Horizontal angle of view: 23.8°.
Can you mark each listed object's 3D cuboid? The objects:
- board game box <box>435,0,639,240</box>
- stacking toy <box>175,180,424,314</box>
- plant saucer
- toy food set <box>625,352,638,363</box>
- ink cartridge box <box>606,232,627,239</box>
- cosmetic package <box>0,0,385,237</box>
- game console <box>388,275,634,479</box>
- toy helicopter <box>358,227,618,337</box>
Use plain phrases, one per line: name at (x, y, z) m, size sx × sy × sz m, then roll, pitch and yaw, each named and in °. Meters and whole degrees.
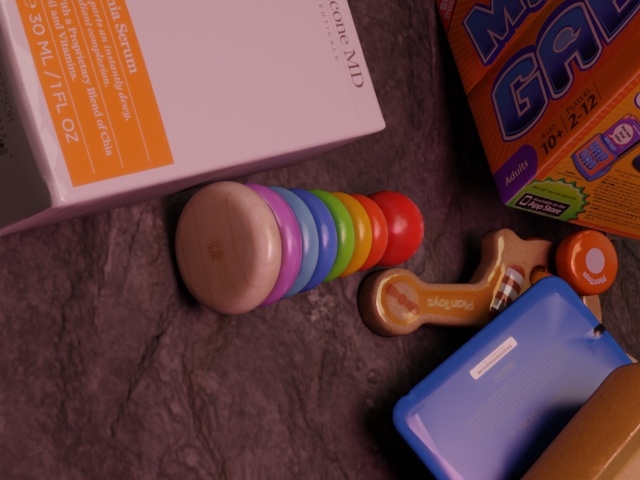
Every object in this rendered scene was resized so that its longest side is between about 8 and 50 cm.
board game box at (0.420, -0.248, 1.890) m, size 0.356 × 0.356 × 0.356 m, roll 13°, pitch 47°, yaw -32°
stacking toy at (0.000, 0.000, 1.693) m, size 0.330 × 0.141 × 0.141 m, roll -5°, pitch 81°, yaw -49°
plant saucer at (0.308, 0.286, 1.734) m, size 0.333 × 0.081 × 0.333 m, roll -49°, pitch 152°, yaw -6°
toy food set at (0.399, 0.226, 2.049) m, size 0.132 × 0.038 × 0.192 m, roll 28°, pitch 60°, yaw -34°
ink cartridge box at (0.393, -0.097, 2.122) m, size 0.109 × 0.062 × 0.209 m, roll -1°, pitch 78°, yaw -41°
cosmetic package at (-0.162, -0.165, 1.561) m, size 0.453 × 0.161 × 0.230 m, roll -18°, pitch 90°, yaw -45°
game console at (0.231, 0.232, 1.809) m, size 0.293 × 0.173 × 0.250 m, roll -37°, pitch 85°, yaw -25°
toy helicopter at (0.201, 0.100, 1.870) m, size 0.355 × 0.140 × 0.235 m, roll 4°, pitch 83°, yaw -31°
